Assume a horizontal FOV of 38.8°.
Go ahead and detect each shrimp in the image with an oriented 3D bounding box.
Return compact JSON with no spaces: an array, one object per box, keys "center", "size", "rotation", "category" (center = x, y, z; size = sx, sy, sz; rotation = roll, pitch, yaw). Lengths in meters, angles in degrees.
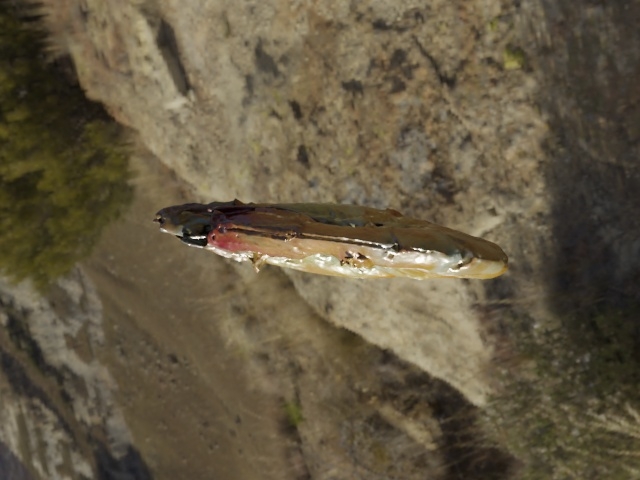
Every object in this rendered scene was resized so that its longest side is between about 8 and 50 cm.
[{"center":[0.000,-0.001,0.722],"size":[0.154,0.295,0.062],"rotation":[6,-93,-75],"category":"shrimp"}]
